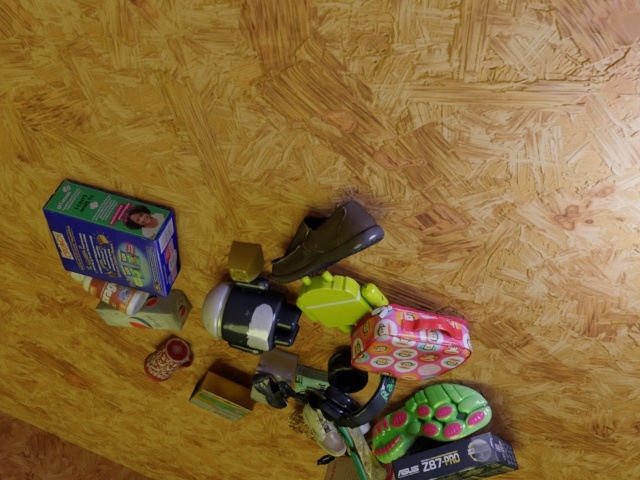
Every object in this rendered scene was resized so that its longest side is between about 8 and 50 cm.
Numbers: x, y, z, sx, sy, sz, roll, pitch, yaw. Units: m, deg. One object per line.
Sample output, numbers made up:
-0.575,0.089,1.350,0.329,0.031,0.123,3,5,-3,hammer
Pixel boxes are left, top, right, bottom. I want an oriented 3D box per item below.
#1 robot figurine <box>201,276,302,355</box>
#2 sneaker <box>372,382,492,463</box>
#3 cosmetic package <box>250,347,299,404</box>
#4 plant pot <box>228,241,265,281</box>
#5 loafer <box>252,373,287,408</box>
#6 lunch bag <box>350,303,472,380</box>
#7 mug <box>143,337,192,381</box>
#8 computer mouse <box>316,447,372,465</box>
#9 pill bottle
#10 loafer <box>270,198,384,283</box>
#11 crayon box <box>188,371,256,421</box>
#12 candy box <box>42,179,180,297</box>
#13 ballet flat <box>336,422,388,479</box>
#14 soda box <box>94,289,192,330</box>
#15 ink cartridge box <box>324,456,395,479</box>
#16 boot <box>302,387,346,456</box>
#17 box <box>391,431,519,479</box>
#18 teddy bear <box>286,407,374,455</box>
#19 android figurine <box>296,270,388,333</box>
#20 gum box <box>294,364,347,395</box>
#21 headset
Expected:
-0.197,0.213,1.673,0.278,0.209,0.173,12,169,7,robot figurine
0.367,0.589,1.905,0.202,0.185,0.482,12,146,-34,sneaker
-0.158,0.465,1.990,0.127,0.107,0.238,19,137,0,cosmetic package
-0.204,0.064,1.571,0.081,0.083,0.081,8,139,14,plant pot
-0.149,0.485,1.888,0.061,0.062,0.170,-18,130,26,loafer
0.244,0.268,1.559,0.292,0.120,0.258,14,143,-18,lunch bag
-0.528,0.412,2.095,0.169,0.150,0.113,-42,76,41,mug
0.093,0.824,2.239,0.241,0.041,0.071,-6,178,-27,computer mouse
-0.627,0.126,1.765,0.216,0.121,0.121,29,140,2,pill bottle
0.000,0.000,1.415,0.365,0.133,0.130,-28,85,43,loafer
-0.352,0.572,2.153,0.203,0.083,0.323,27,152,-9,crayon box
-0.559,0.002,1.612,0.316,0.122,0.268,15,141,4,candy box
0.139,0.699,2.051,0.123,0.123,0.349,-19,99,36,ballet flat
-0.561,0.216,1.870,0.286,0.098,0.091,1,137,20,soda box
0.170,1.000,2.364,0.306,0.226,0.131,-12,130,33,ink cartridge box
0.011,0.610,1.979,0.213,0.077,0.165,47,151,32,boot
0.439,0.717,1.878,0.318,0.097,0.395,-21,150,19,box
0.032,0.721,2.195,0.337,0.113,0.245,21,142,-2,teddy bear
0.049,0.167,1.590,0.248,0.056,0.273,-14,138,30,android figurine
0.005,0.502,2.012,0.184,0.041,0.157,13,140,8,gum box
0.049,0.434,1.763,0.185,0.244,0.394,39,136,-22,headset
